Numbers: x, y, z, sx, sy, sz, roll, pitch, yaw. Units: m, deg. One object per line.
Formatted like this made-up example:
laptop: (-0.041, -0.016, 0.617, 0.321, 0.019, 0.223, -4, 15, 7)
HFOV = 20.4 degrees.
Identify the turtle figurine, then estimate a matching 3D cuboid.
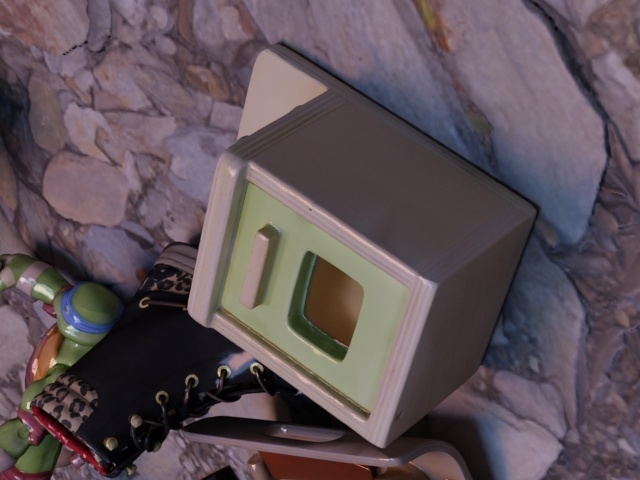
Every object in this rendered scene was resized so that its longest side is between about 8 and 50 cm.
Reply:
turtle figurine: (-0.269, 0.117, 1.455, 0.266, 0.275, 0.198, 104, 147, -46)

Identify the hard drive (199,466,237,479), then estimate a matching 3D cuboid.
hard drive: (-0.095, 0.254, 1.512, 0.135, 0.022, 0.094, -33, 90, 48)

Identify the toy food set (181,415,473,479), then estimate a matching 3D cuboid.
toy food set: (0.033, 0.267, 1.335, 0.220, 0.092, 0.306, 1, 121, 42)

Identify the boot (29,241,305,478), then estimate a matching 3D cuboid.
boot: (-0.082, 0.112, 1.286, 0.236, 0.178, 0.085, 28, 153, 36)

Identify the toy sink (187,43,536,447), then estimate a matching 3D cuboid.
toy sink: (0.000, 0.000, 1.191, 0.234, 0.131, 0.153, 35, 133, 22)
